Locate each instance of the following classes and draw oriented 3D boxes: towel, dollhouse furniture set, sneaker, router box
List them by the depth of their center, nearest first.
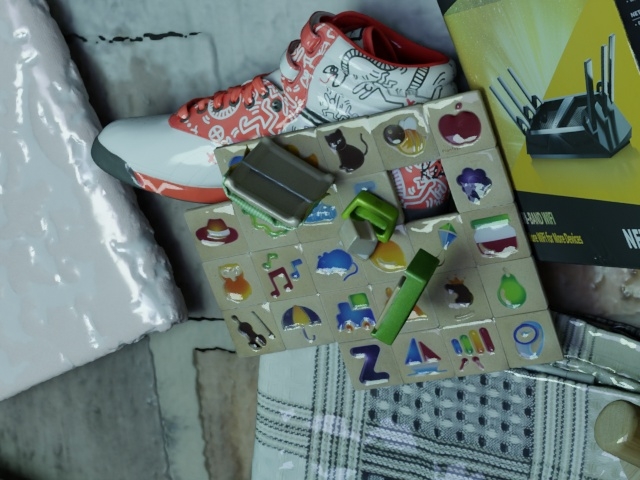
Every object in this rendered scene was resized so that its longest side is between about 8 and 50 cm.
[{"bbox_3d":[0.161,-0.109,1.022,0.081,0.309,0.243,-22,94,-9],"label":"router box"},{"bbox_3d":[0.000,0.000,1.156,0.151,0.076,0.059,31,124,3],"label":"dollhouse furniture set"},{"bbox_3d":[-0.031,-0.095,1.233,0.270,0.090,0.145,13,112,18],"label":"sneaker"},{"bbox_3d":[0.093,0.179,1.270,0.312,0.056,0.324,16,110,22],"label":"towel"},{"bbox_3d":[-0.290,-0.034,1.403,0.317,0.053,0.332,-25,92,31],"label":"towel"}]

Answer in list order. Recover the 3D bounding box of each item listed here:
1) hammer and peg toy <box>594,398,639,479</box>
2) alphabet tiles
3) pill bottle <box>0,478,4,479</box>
[{"bbox_3d":[0.335,0.098,1.008,0.127,0.266,0.361,26,119,-31],"label":"hammer and peg toy"},{"bbox_3d":[0.028,0.012,1.201,0.237,0.009,0.198,-11,111,26],"label":"alphabet tiles"},{"bbox_3d":[-0.219,0.287,1.409,0.245,0.136,0.136,23,113,19],"label":"pill bottle"}]
